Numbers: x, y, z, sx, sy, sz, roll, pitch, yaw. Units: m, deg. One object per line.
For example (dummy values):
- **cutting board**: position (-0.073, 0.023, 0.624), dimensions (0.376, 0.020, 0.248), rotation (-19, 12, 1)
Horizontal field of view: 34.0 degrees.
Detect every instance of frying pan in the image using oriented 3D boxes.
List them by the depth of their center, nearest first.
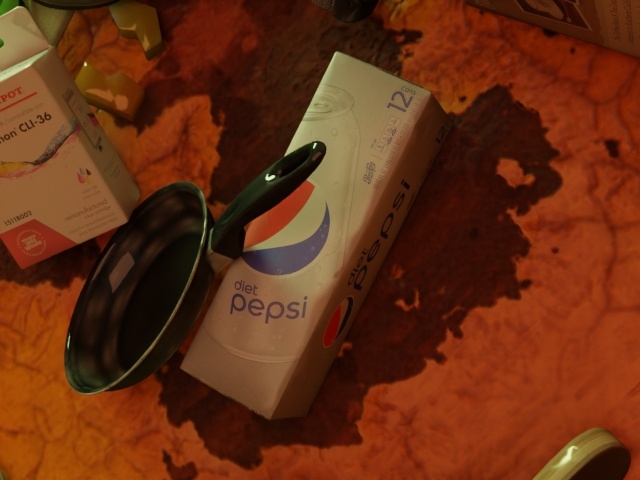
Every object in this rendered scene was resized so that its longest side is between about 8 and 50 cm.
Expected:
- **frying pan**: position (-0.106, -0.001, 0.855), dimensions (0.326, 0.053, 0.197), rotation (-45, 33, 20)

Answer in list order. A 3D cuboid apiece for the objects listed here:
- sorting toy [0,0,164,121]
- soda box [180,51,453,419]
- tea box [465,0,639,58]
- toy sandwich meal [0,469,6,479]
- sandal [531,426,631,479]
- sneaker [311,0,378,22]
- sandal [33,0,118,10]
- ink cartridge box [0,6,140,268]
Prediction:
- **sorting toy**: position (-0.283, -0.237, 0.973), dimensions (0.307, 0.041, 0.229), rotation (22, 75, 7)
- **soda box**: position (0.000, 0.000, 0.856), dimensions (0.091, 0.098, 0.286), rotation (27, 91, 19)
- **tea box**: position (0.227, -0.328, 0.714), dimensions (0.219, 0.329, 0.324), rotation (24, 91, 19)
- **toy sandwich meal**: position (-0.321, 0.238, 0.956), dimensions (0.085, 0.029, 0.086), rotation (-5, 69, 14)
- **sandal**: position (0.126, 0.219, 0.809), dimensions (0.240, 0.088, 0.079), rotation (-42, 41, 0)
- **sneaker**: position (0.025, -0.256, 0.801), dimensions (0.101, 0.268, 0.153), rotation (45, 101, 21)
- **sandal**: position (-0.165, -0.263, 0.941), dimensions (0.219, 0.060, 0.090), rotation (-3, 74, 2)
- **ink cartridge box**: position (-0.258, -0.088, 0.911), dimensions (0.115, 0.067, 0.198), rotation (-23, 112, 13)
